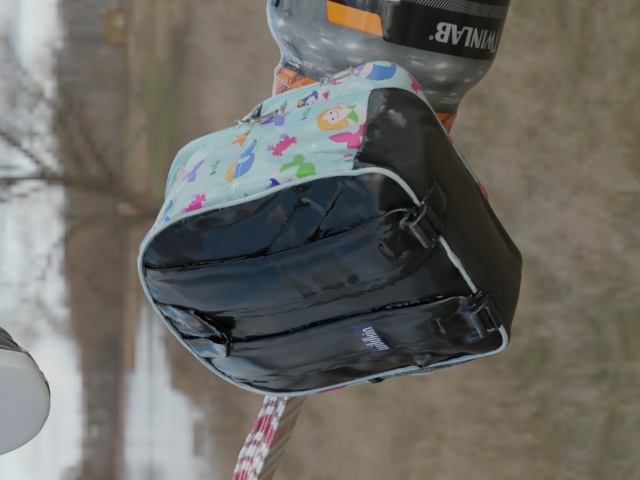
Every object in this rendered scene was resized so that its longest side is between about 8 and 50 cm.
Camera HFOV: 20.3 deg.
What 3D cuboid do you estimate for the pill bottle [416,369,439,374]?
[{"bbox_3d":[0.121,0.051,1.944,0.221,0.124,0.124,111,158,-62],"label":"pill bottle"}]

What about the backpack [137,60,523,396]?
[{"bbox_3d":[0.000,0.000,1.333,0.225,0.253,0.191,53,-151,-33],"label":"backpack"}]

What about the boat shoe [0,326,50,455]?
[{"bbox_3d":[-0.327,0.077,1.176,0.102,0.301,0.108,50,125,47],"label":"boat shoe"}]

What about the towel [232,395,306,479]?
[{"bbox_3d":[-0.034,0.136,1.564,0.144,0.029,0.197,-12,-57,-81],"label":"towel"}]

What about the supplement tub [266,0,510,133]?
[{"bbox_3d":[0.068,-0.249,1.433,0.193,0.193,0.316,-114,36,-74],"label":"supplement tub"}]
